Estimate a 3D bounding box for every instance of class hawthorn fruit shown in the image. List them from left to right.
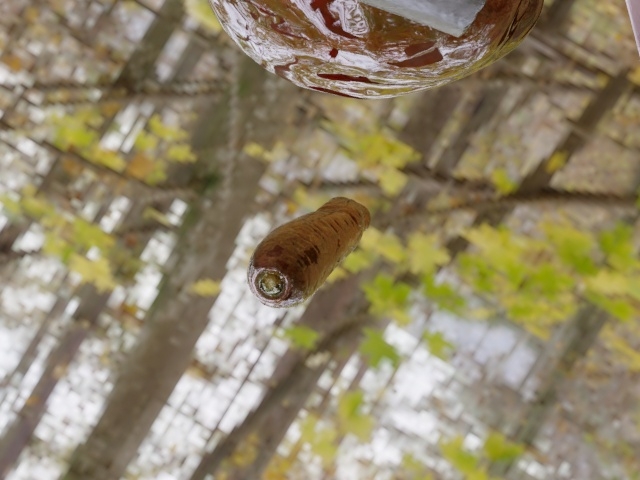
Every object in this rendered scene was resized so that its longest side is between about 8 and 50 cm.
[{"bbox_3d":[0.006,-0.181,0.953,0.248,0.208,0.208,2,174,12],"label":"hawthorn fruit"}]

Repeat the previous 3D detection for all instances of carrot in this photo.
[{"bbox_3d":[0.000,0.000,1.340,0.059,0.059,0.248,32,-158,8],"label":"carrot"}]

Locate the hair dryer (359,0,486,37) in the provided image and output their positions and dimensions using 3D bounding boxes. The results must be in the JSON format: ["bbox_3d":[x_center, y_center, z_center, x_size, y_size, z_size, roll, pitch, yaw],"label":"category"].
[{"bbox_3d":[0.027,-0.126,0.523,0.114,0.071,0.248,20,176,-6],"label":"hair dryer"}]

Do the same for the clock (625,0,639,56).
[{"bbox_3d":[0.302,-0.193,1.368,0.290,0.080,0.275,-70,-38,-61],"label":"clock"}]
